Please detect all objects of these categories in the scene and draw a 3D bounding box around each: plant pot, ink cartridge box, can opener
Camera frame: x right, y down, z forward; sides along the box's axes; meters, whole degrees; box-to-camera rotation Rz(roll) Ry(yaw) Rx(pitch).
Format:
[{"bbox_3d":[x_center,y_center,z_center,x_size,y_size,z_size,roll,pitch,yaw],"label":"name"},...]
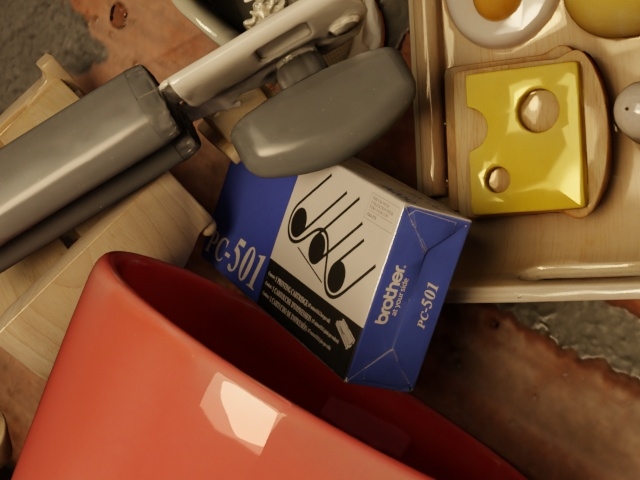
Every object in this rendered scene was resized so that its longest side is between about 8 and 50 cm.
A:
[{"bbox_3d":[-0.052,0.174,0.693,0.275,0.275,0.243,33,94,26],"label":"plant pot"},{"bbox_3d":[0.000,0.000,0.762,0.207,0.046,0.097,34,108,59],"label":"ink cartridge box"},{"bbox_3d":[-0.088,-0.048,0.710,0.280,0.074,0.093,-27,75,5],"label":"can opener"}]

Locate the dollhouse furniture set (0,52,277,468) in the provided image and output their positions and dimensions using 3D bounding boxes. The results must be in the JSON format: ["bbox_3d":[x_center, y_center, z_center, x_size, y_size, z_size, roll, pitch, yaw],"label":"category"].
[{"bbox_3d":[-0.190,0.010,0.911,0.355,0.174,0.303,-43,42,-3],"label":"dollhouse furniture set"}]

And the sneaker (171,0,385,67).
[{"bbox_3d":[-0.070,-0.196,0.818,0.099,0.121,0.262,-49,68,19],"label":"sneaker"}]

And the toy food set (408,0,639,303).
[{"bbox_3d":[0.130,-0.120,0.721,0.219,0.092,0.306,-4,87,29],"label":"toy food set"}]
